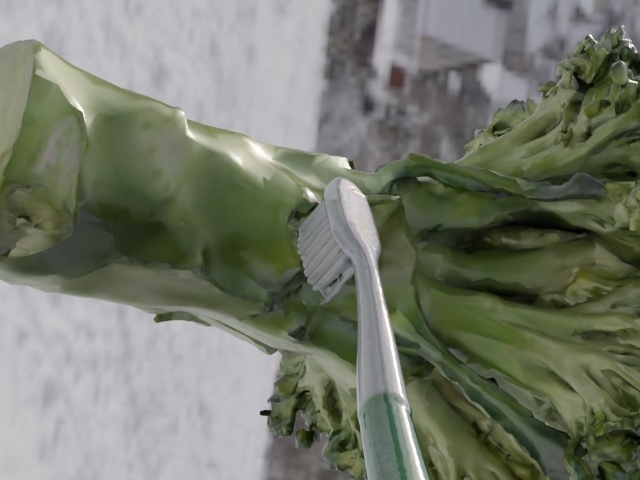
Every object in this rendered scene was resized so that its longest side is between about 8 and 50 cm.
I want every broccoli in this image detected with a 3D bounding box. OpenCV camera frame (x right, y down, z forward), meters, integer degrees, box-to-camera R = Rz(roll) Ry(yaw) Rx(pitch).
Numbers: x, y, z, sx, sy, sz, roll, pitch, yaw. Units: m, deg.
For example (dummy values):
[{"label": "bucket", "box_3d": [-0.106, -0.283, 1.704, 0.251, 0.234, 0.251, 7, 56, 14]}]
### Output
[{"label": "broccoli", "box_3d": [0.018, -0.002, 0.744, 0.361, 0.252, 0.221, 34, 51, -56]}]

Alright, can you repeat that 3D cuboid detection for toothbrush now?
[{"label": "toothbrush", "box_3d": [0.017, 0.051, 0.408, 0.024, 0.018, 0.257, -50, -156, 18]}]
